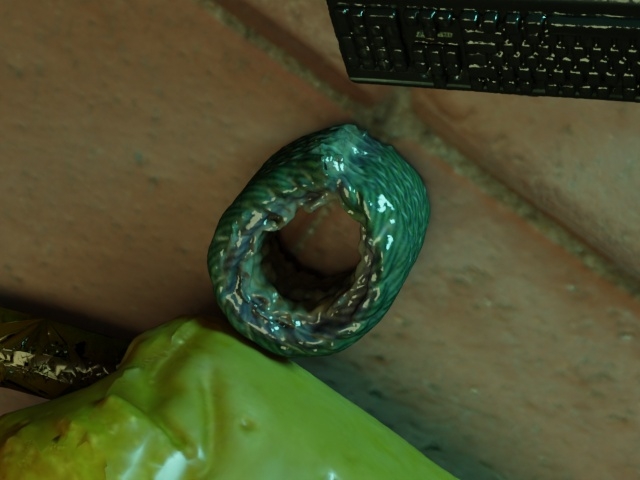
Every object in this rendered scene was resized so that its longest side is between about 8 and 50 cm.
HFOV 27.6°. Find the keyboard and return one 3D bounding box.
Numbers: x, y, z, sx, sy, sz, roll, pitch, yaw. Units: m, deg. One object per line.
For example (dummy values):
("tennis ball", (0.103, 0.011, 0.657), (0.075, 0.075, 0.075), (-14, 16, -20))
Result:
("keyboard", (0.118, -0.109, 0.737), (0.230, 0.025, 0.093), (6, 149, 19))

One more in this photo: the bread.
("bread", (-0.084, 0.261, 0.838), (0.394, 0.250, 0.361), (36, 118, -11))

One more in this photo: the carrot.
("carrot", (-0.231, 0.073, 0.927), (0.229, 0.069, 0.069), (12, 117, 9))

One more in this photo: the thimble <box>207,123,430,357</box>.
("thimble", (0.000, 0.002, 0.810), (0.118, 0.090, 0.135), (42, 116, -8))
